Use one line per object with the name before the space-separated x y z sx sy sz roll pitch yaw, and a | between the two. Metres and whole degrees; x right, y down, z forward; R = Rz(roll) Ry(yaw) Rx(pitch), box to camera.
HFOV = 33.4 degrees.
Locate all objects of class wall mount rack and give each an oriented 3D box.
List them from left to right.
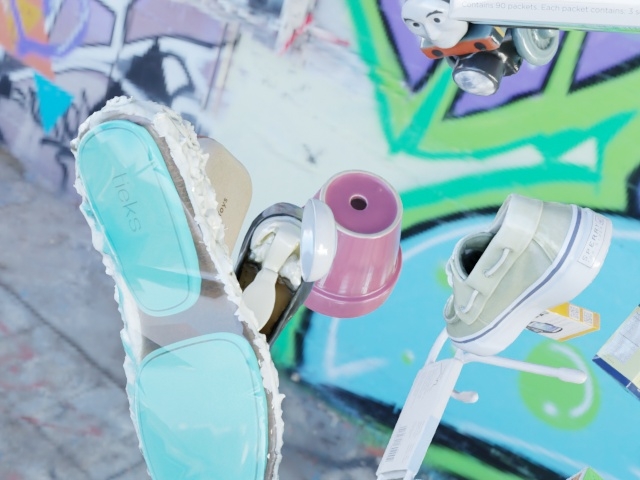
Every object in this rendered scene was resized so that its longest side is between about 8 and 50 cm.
wall mount rack | 0.201 0.268 1.477 0.130 0.304 0.350 31 67 -11

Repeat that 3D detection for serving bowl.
serving bowl | 0.000 0.000 1.055 0.027 0.083 0.083 2 31 -10

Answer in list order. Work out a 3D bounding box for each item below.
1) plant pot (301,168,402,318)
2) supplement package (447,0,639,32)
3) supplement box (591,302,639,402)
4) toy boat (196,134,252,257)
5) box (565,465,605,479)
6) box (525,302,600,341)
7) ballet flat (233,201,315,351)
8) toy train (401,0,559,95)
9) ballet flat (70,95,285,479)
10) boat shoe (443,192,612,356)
plant pot | 0.043 -0.007 1.662 0.201 0.180 0.201 6 56 -10
supplement package | 0.194 -0.232 0.659 0.194 0.203 0.149 6 11 19
supplement box | 0.344 0.123 1.111 0.083 0.083 0.056 38 3 -40
toy boat | -0.202 -0.029 1.454 0.151 0.231 0.151 7 -23 33
box | 0.168 0.364 0.927 0.127 0.231 0.262 43 46 1
box | 0.325 0.108 1.537 0.136 0.081 0.028 22 62 -26
ballet flat | -0.053 0.045 1.175 0.095 0.096 0.281 25 51 -6
toy train | 0.186 -0.325 1.138 0.142 0.334 0.190 1 -27 48
ballet flat | -0.112 0.065 0.980 0.146 0.409 0.147 -12 8 2
boat shoe | 0.168 0.026 0.999 0.094 0.302 0.109 27 66 -2
